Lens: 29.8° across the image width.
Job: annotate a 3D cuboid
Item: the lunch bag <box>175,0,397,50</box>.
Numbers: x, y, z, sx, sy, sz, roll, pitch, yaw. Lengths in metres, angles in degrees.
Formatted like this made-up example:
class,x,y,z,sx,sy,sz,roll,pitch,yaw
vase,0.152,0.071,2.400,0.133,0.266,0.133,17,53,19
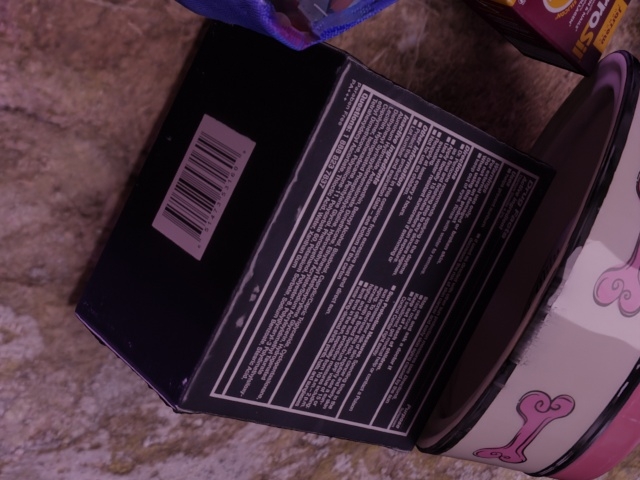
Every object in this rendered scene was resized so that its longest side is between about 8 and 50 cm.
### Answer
class,x,y,z,sx,sy,sz,roll,pitch,yaw
lunch bag,-0.017,-0.324,0.734,0.239,0.328,0.386,31,91,-47

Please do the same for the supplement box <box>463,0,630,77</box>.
class,x,y,z,sx,sy,sz,roll,pitch,yaw
supplement box,0.198,-0.232,1.075,0.188,0.080,0.104,23,95,-53

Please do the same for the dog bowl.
class,x,y,z,sx,sy,sz,roll,pitch,yaw
dog bowl,0.241,0.040,1.109,0.150,0.408,0.408,26,98,-2

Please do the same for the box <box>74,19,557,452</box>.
class,x,y,z,sx,sy,sz,roll,pitch,yaw
box,0.000,0.000,1.031,0.294,0.182,0.296,21,99,-45
